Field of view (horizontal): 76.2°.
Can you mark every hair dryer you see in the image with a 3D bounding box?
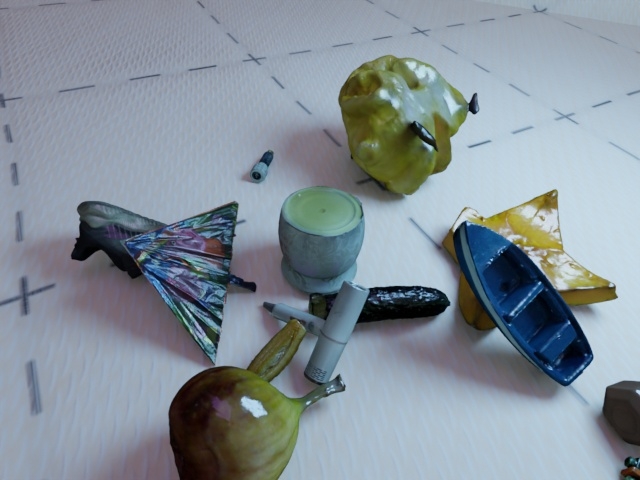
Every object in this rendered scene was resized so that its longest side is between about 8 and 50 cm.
[{"bbox_3d":[-0.026,0.107,0.637,0.183,0.155,0.044,29,6,38],"label":"hair dryer"}]

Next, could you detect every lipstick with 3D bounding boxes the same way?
[{"bbox_3d":[-0.129,-0.180,0.943,0.037,0.037,0.116,11,43,6],"label":"lipstick"}]

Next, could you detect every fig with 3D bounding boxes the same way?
[{"bbox_3d":[-0.066,0.227,0.497,0.231,0.160,0.143,-2,3,-10],"label":"fig"}]

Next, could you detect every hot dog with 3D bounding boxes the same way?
[{"bbox_3d":[-0.071,0.175,0.593,0.044,0.028,0.137,37,79,21],"label":"hot dog"}]

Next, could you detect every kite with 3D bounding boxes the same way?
[{"bbox_3d":[-0.209,0.036,0.674,0.234,0.016,0.321,21,49,-29],"label":"kite"}]

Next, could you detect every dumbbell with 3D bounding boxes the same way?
[{"bbox_3d":[0.524,0.226,0.589,0.231,0.082,0.092,-10,48,-14],"label":"dumbbell"}]

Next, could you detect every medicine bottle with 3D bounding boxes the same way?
[{"bbox_3d":[0.000,0.000,0.712,0.147,0.143,0.147,3,42,-3],"label":"medicine bottle"}]

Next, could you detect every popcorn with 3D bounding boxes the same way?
[{"bbox_3d":[0.170,-0.245,0.906,0.316,0.281,0.297,-1,81,-43],"label":"popcorn"}]

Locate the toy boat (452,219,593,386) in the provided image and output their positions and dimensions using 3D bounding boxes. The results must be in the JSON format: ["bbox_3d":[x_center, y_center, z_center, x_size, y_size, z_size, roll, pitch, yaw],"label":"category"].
[{"bbox_3d":[0.288,0.086,0.606,0.096,0.062,0.299,-41,100,-7],"label":"toy boat"}]

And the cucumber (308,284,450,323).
[{"bbox_3d":[0.104,0.104,0.678,0.245,0.067,0.067,-6,48,-8],"label":"cucumber"}]

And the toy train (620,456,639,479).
[{"bbox_3d":[0.439,0.326,0.519,0.103,0.044,0.064,32,63,23],"label":"toy train"}]

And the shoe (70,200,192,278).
[{"bbox_3d":[-0.321,0.013,0.716,0.227,0.099,0.112,22,78,-10],"label":"shoe"}]

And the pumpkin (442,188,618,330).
[{"bbox_3d":[0.353,0.029,0.750,0.290,0.095,0.258,-8,54,-8],"label":"pumpkin"}]
